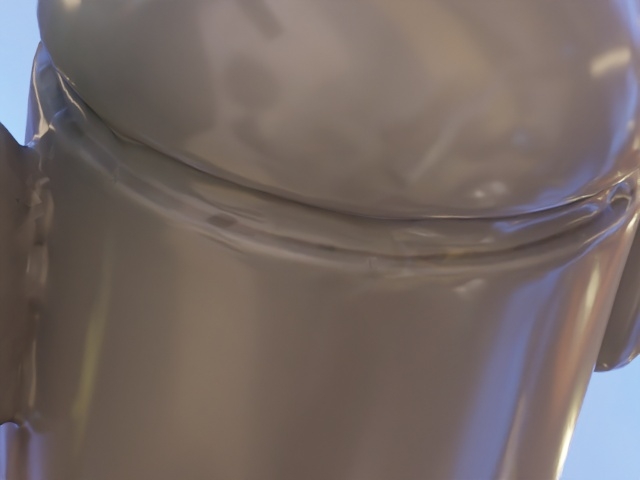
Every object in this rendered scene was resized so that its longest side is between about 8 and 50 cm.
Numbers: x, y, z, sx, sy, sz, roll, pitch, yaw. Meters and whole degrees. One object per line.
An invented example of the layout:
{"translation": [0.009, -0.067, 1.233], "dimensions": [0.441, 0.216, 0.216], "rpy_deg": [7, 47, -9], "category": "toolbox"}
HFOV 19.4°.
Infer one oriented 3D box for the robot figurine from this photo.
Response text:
{"translation": [0.000, 0.000, 0.626], "dimensions": [0.300, 0.200, 0.353], "rpy_deg": [-9, -53, -27], "category": "robot figurine"}
